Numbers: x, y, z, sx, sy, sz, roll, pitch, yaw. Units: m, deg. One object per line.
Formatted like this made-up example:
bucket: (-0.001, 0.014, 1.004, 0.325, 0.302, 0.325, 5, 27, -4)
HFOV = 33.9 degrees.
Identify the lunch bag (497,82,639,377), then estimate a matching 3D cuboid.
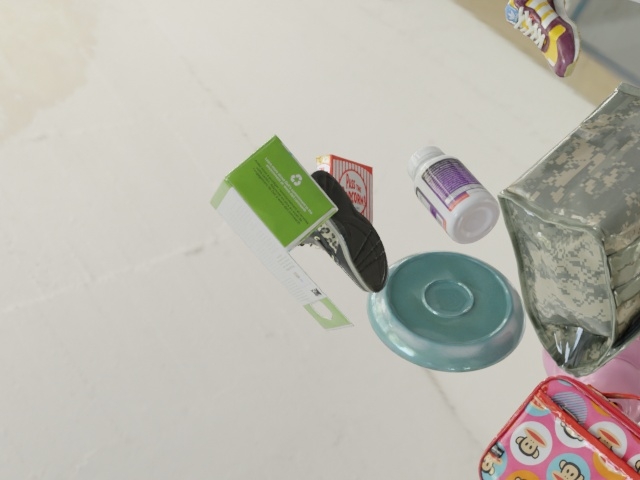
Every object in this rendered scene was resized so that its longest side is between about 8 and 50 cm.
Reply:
lunch bag: (0.358, 0.007, 1.238, 0.235, 0.287, 0.169, -40, -137, -20)

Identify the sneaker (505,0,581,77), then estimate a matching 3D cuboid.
sneaker: (0.295, -0.294, 1.432, 0.084, 0.069, 0.185, 0, -126, -11)

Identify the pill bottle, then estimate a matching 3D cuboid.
pill bottle: (0.240, -0.091, 1.947, 0.108, 0.108, 0.193, 4, -145, -34)

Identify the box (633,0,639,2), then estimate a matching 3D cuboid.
box: (0.400, -0.377, 1.312, 0.290, 0.087, 0.169, 16, -134, 6)

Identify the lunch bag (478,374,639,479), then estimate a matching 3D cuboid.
lunch bag: (0.411, 0.345, 1.557, 0.293, 0.258, 0.120, 40, -176, 27)

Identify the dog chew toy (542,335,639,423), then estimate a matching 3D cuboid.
dog chew toy: (0.501, 0.234, 1.857, 0.207, 0.206, 0.332, 28, -161, 1)

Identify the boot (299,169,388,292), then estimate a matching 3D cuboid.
boot: (0.000, -0.002, 1.818, 0.085, 0.179, 0.236, -45, -71, -39)

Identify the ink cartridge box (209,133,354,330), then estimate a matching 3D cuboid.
ink cartridge box: (-0.027, -0.001, 1.441, 0.097, 0.189, 0.255, -42, -88, -14)

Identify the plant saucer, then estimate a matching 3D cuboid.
plant saucer: (0.250, 0.124, 2.073, 0.318, 0.043, 0.317, 1, -136, -1)

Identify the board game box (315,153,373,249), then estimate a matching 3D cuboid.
board game box: (0.050, -0.071, 2.186, 0.147, 0.045, 0.193, 11, -104, -51)
